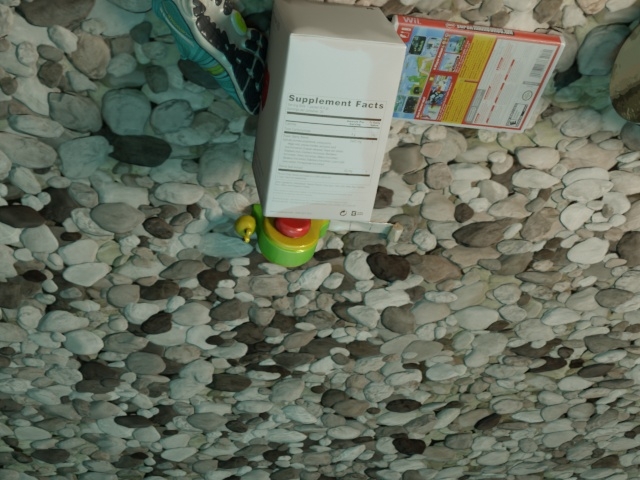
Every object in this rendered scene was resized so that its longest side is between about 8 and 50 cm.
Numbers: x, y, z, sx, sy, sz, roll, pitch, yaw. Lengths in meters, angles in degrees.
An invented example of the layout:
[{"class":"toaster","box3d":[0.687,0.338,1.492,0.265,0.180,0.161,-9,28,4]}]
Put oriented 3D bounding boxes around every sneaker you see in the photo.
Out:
[{"class":"sneaker","box3d":[-0.159,-0.300,1.508,0.110,0.107,0.275,10,154,32]}]

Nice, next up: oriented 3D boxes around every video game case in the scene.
[{"class":"video game case","box3d":[0.234,-0.270,1.612,0.285,0.025,0.204,5,140,-11]}]

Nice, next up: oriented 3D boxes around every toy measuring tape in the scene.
[{"class":"toy measuring tape","box3d":[0.000,0.000,1.851,0.330,0.121,0.121,7,139,-13]}]

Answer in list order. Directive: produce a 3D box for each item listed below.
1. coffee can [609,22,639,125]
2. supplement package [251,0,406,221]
[{"class":"coffee can","box3d":[0.632,-0.232,1.552,0.275,0.201,0.201,20,135,-25]},{"class":"supplement package","box3d":[0.003,-0.199,1.490,0.175,0.177,0.293,3,120,-13]}]
